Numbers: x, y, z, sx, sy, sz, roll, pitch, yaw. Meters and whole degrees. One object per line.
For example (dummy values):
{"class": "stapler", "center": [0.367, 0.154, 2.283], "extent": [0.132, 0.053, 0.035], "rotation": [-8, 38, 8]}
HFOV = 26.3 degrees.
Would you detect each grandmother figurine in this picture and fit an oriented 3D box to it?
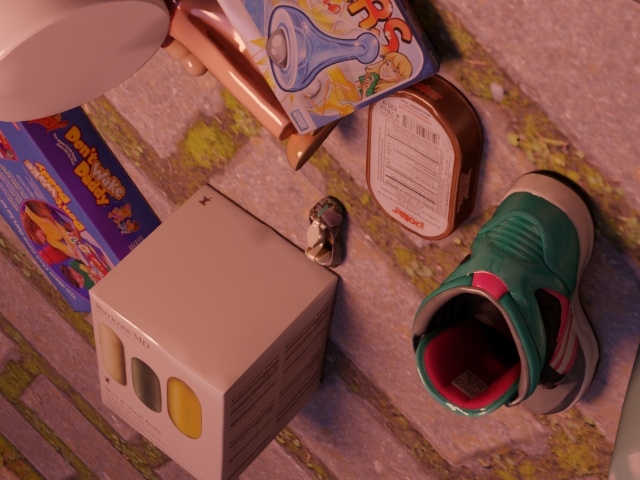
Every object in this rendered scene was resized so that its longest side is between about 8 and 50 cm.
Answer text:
{"class": "grandmother figurine", "center": [-0.122, -0.218, 1.259], "extent": [0.342, 0.104, 0.208], "rotation": [39, 142, 5]}

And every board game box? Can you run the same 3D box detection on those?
{"class": "board game box", "center": [-0.333, -0.060, 1.747], "extent": [0.233, 0.078, 0.347], "rotation": [-1, 128, 52]}
{"class": "board game box", "center": [-0.006, -0.199, 1.125], "extent": [0.136, 0.035, 0.201], "rotation": [-24, 114, 21]}

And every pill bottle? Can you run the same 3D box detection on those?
{"class": "pill bottle", "center": [-0.279, -0.295, 1.133], "extent": [0.363, 0.210, 0.210], "rotation": [60, 154, 14]}

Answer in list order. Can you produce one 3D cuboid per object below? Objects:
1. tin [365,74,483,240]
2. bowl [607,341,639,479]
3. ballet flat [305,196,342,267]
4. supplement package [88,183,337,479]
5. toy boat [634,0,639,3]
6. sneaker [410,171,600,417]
{"class": "tin", "center": [0.090, -0.074, 1.240], "extent": [0.106, 0.040, 0.190], "rotation": [35, 150, 25]}
{"class": "bowl", "center": [0.364, 0.212, 1.131], "extent": [0.311, 0.163, 0.311], "rotation": [31, 148, 22]}
{"class": "ballet flat", "center": [0.000, 0.000, 1.443], "extent": [0.041, 0.041, 0.114], "rotation": [33, 149, 20]}
{"class": "supplement package", "center": [-0.125, 0.119, 1.592], "extent": [0.199, 0.198, 0.263], "rotation": [35, 150, 17]}
{"class": "toy boat", "center": [0.190, -0.219, 0.802], "extent": [0.151, 0.151, 0.231], "rotation": [31, 149, 21]}
{"class": "sneaker", "center": [0.166, 0.100, 1.217], "extent": [0.124, 0.178, 0.295], "rotation": [25, 146, 31]}
